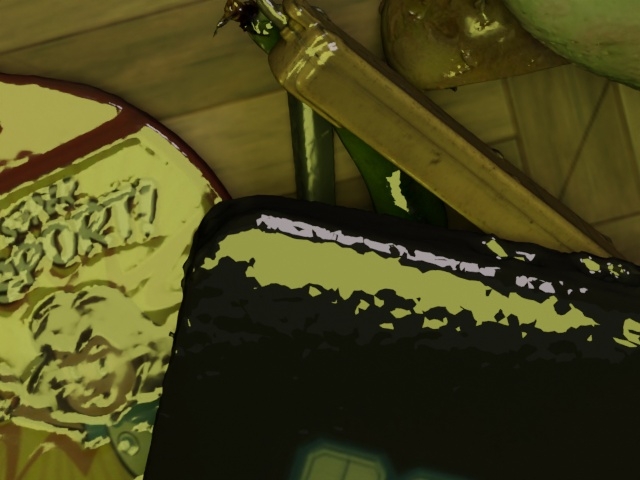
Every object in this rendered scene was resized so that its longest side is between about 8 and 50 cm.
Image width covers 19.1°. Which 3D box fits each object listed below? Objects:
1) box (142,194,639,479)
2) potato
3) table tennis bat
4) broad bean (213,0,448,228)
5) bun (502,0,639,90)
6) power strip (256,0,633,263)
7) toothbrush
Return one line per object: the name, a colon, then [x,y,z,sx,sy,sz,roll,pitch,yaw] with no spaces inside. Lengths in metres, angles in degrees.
box: [0.059,0.160,1.158,0.350,0.091,0.359,12,113,-4]
potato: [0.119,-0.144,1.141,0.172,0.089,0.100,-9,98,3]
table tennis bat: [-0.190,-0.003,1.195,0.268,0.051,0.415,-24,100,5]
broad bean: [0.019,-0.068,1.166,0.069,0.039,0.227,-48,110,-20]
bun: [0.225,-0.223,1.048,0.293,0.187,0.293,0,90,-19]
power strip: [0.076,-0.048,1.134,0.305,0.064,0.044,36,104,-21]
toothbrush: [0.000,0.000,1.198,0.030,0.030,0.297,-7,98,-22]
